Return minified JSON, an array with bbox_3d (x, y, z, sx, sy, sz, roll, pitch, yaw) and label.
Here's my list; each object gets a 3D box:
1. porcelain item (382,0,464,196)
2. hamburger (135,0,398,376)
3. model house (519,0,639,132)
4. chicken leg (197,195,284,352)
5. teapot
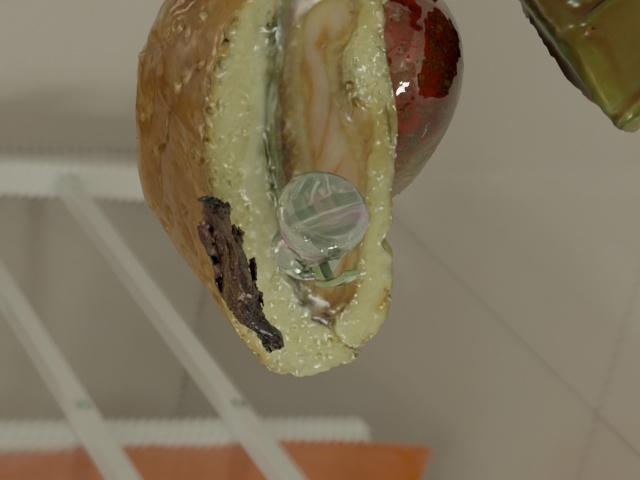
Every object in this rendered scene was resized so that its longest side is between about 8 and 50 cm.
[{"bbox_3d":[-0.006,-0.142,1.749,0.253,0.253,0.253,-13,122,-21],"label":"porcelain item"},{"bbox_3d":[-0.053,-0.076,1.510,0.162,0.209,0.330,-16,113,-24],"label":"hamburger"},{"bbox_3d":[0.296,-0.223,1.684,0.239,0.268,0.173,-38,138,10],"label":"model house"},{"bbox_3d":[-0.039,0.017,0.943,0.021,0.036,0.083,-24,95,5],"label":"chicken leg"},{"bbox_3d":[0.000,0.000,1.365,0.064,0.083,0.064,-14,154,-24],"label":"teapot"}]
